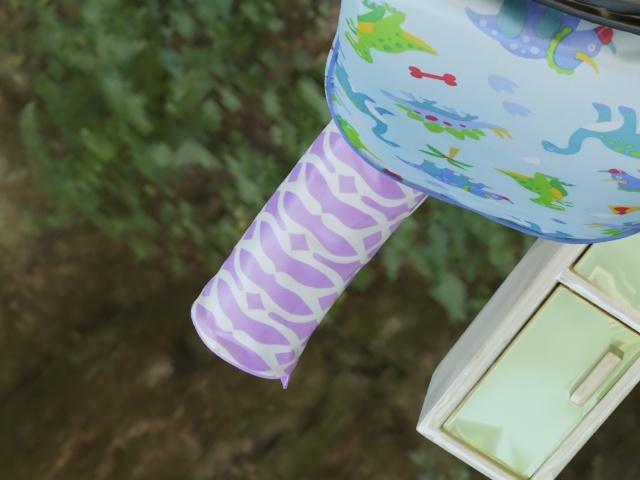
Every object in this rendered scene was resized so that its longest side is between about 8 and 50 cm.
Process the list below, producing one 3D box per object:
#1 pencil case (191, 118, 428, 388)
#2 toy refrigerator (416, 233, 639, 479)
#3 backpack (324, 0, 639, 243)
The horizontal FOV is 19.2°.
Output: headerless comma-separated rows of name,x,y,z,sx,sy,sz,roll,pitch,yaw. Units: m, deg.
pencil case,0.000,0.000,1.260,0.088,0.206,0.086,28,-156,-28
toy refrigerator,0.183,0.049,1.299,0.102,0.094,0.269,33,119,-5
backpack,0.126,-0.134,0.930,0.290,0.273,0.355,16,-176,-4
